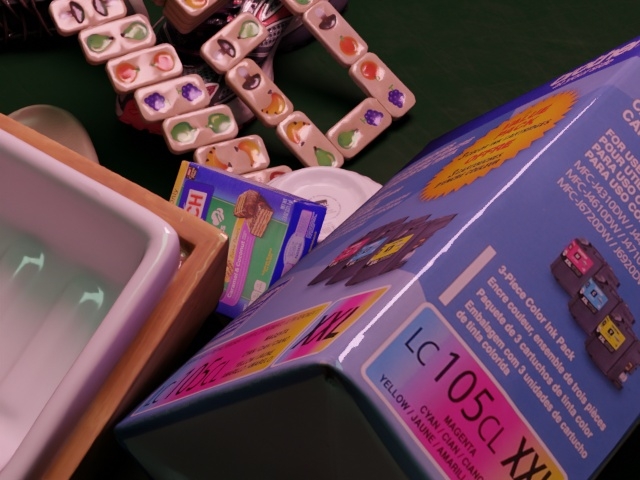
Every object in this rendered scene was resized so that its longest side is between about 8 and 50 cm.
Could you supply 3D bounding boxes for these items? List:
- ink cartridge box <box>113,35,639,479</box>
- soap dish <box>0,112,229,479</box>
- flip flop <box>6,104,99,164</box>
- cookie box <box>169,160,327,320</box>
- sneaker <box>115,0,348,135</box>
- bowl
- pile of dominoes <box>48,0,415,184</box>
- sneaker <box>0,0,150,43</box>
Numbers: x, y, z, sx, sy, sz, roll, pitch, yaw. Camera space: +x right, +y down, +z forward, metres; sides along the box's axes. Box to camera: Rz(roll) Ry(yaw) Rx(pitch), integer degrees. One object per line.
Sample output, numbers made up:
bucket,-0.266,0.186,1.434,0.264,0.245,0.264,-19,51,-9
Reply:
ink cartridge box,0.101,0.028,0.891,0.395,0.270,0.151,-40,99,-33
soap dish,-0.221,0.042,0.964,0.290,0.118,0.229,27,79,28
flip flop,-0.192,-0.023,1.102,0.112,0.080,0.277,-15,46,-12
cookie box,-0.059,0.003,1.010,0.107,0.092,0.040,20,4,37
sneaker,-0.078,-0.195,1.250,0.120,0.112,0.299,18,49,20
bowl,0.000,0.000,1.061,0.170,0.080,0.170,0,47,1
pile of dominoes,-0.064,-0.152,1.162,0.251,0.040,0.196,47,63,1
sneaker,-0.254,-0.197,1.295,0.222,0.083,0.118,22,54,37
